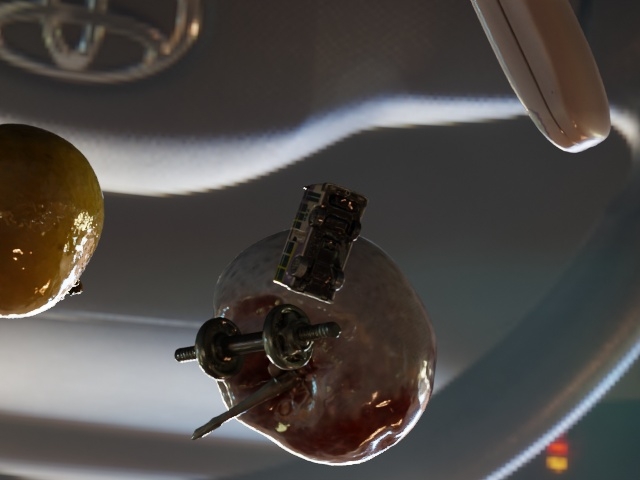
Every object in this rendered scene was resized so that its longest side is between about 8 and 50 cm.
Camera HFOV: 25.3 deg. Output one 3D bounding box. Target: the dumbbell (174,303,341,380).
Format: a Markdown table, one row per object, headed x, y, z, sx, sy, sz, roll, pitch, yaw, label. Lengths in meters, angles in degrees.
| x | y | z | sx | sy | sz | roll | pitch | yaw | label |
| --- | --- | --- | --- | --- | --- | --- | --- | --- | --- |
| -0.080 | 0.122 | 1.703 | 0.254 | 0.082 | 0.081 | -13 | 159 | 38 | dumbbell |

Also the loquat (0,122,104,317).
| x | y | z | sx | sy | sz | roll | pitch | yaw | label |
| --- | --- | --- | --- | --- | --- | --- | --- | --- | --- |
| -0.433 | -0.019 | 2.010 | 0.274 | 0.275 | 0.275 | 4 | 167 | 1 | loquat |

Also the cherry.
| x | y | z | sx | sy | sz | roll | pitch | yaw | label |
| --- | --- | --- | --- | --- | --- | --- | --- | --- | --- |
| -0.002 | 0.125 | 1.906 | 0.326 | 0.335 | 0.291 | 37 | 115 | -23 | cherry |

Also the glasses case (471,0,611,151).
| x | y | z | sx | sy | sz | roll | pitch | yaw | label |
| --- | --- | --- | --- | --- | --- | --- | --- | --- | --- |
| 0.211 | -0.228 | 1.453 | 0.075 | 0.297 | 0.113 | -28 | 169 | 32 | glasses case |

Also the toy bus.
| x | y | z | sx | sy | sz | roll | pitch | yaw | label |
| --- | --- | --- | --- | --- | --- | --- | --- | --- | --- |
| 0.000 | 0.000 | 1.290 | 0.052 | 0.102 | 0.058 | 20 | 178 | -25 | toy bus |
